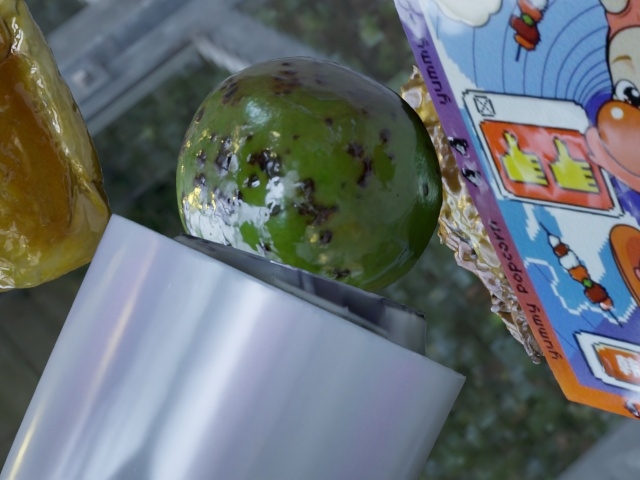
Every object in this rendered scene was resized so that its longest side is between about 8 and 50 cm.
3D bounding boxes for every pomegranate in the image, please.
[{"bbox_3d":[-0.002,-0.011,1.527,0.231,0.231,0.286,81,177,-61],"label":"pomegranate"}]

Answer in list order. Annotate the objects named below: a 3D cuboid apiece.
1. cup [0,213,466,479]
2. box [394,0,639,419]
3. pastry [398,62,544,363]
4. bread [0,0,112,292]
[{"bbox_3d":[-0.089,0.178,1.236,0.253,0.371,0.253,26,178,1],"label":"cup"},{"bbox_3d":[0.250,-0.086,0.827,0.348,0.257,0.318,12,133,50],"label":"box"},{"bbox_3d":[0.272,-0.051,1.744,0.292,0.405,0.337,131,139,-56],"label":"pastry"},{"bbox_3d":[-0.256,-0.107,1.334,0.167,0.132,0.294,7,119,66],"label":"bread"}]
